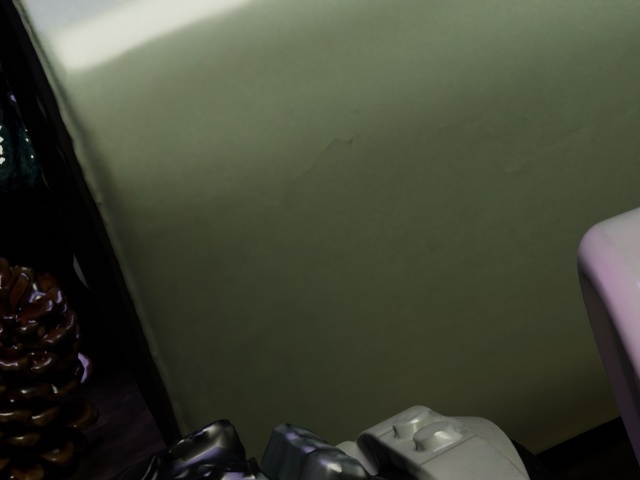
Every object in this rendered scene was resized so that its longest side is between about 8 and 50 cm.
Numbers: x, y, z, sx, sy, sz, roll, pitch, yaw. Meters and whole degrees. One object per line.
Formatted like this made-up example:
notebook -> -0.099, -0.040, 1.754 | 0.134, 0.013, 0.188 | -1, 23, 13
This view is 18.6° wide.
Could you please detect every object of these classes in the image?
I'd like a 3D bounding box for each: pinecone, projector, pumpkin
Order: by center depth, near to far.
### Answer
projector -> 0.021, -0.060, 0.716 | 0.249, 0.248, 0.248 | -23, 36, -9
pinecone -> -0.143, 0.064, 0.872 | 0.102, 0.102, 0.109 | -36, -14, -44
pumpkin -> -0.179, -0.011, 1.048 | 0.194, 0.194, 0.150 | -27, 44, -21

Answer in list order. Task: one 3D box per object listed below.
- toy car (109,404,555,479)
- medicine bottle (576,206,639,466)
toy car -> -0.003, 0.116, 0.462 | 0.193, 0.118, 0.301 | -26, 14, -10
medicine bottle -> 0.213, 0.011, 0.497 | 0.274, 0.133, 0.133 | -21, 15, 2
